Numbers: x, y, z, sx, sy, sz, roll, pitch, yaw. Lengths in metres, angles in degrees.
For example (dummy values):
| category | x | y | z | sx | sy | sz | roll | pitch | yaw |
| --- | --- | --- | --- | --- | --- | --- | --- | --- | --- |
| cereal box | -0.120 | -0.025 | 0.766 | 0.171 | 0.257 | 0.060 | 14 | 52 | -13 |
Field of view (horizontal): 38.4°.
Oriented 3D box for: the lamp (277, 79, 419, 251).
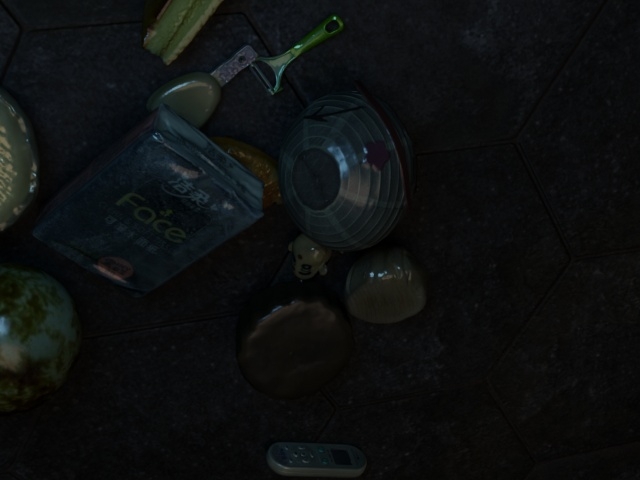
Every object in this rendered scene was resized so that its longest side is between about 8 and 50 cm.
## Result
| category | x | y | z | sx | sy | sz | roll | pitch | yaw |
| --- | --- | --- | --- | --- | --- | --- | --- | --- | --- |
| lamp | 0.047 | -0.118 | 1.503 | 0.233 | 0.233 | 0.265 | -18 | 95 | -6 |

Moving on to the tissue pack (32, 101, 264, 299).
| category | x | y | z | sx | sy | sz | roll | pitch | yaw |
| --- | --- | --- | --- | --- | --- | --- | --- | --- | --- |
| tissue pack | -0.272 | -0.053 | 1.460 | 0.315 | 0.103 | 0.228 | -33 | 127 | 30 |

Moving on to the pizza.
| category | x | y | z | sx | sy | sz | roll | pitch | yaw |
| --- | --- | --- | --- | --- | --- | --- | --- | --- | --- |
| pizza | -0.153 | -0.118 | 1.532 | 0.246 | 0.058 | 0.127 | 6 | 124 | -20 |

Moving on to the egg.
| category | x | y | z | sx | sy | sz | roll | pitch | yaw |
| --- | --- | --- | --- | --- | --- | --- | --- | --- | --- |
| egg | -0.514 | 0.168 | 1.493 | 0.238 | 0.238 | 0.289 | 10 | 135 | -23 |

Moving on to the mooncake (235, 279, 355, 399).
| category | x | y | z | sx | sy | sz | roll | pitch | yaw |
| --- | --- | --- | --- | --- | --- | --- | --- | --- | --- |
| mooncake | -0.052 | 0.178 | 1.714 | 0.228 | 0.124 | 0.228 | -6 | 119 | -12 |

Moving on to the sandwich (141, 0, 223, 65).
| category | x | y | z | sx | sy | sz | roll | pitch | yaw |
| --- | --- | --- | --- | --- | --- | --- | --- | --- | --- |
| sandwich | -0.185 | -0.380 | 1.351 | 0.090 | 0.088 | 0.244 | 29 | 105 | -39 |

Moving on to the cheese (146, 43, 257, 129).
| category | x | y | z | sx | sy | sz | roll | pitch | yaw |
| --- | --- | --- | --- | --- | --- | --- | --- | --- | --- |
| cheese | -0.181 | -0.243 | 1.461 | 0.192 | 0.037 | 0.097 | -37 | 125 | 7 |

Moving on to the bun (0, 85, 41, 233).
| category | x | y | z | sx | sy | sz | roll | pitch | yaw |
| --- | --- | --- | --- | --- | --- | --- | --- | --- | --- |
| bun | -0.561 | -0.127 | 1.351 | 0.287 | 0.146 | 0.287 | -8 | 110 | -22 |

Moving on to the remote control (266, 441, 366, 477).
| category | x | y | z | sx | sy | sz | roll | pitch | yaw |
| --- | --- | --- | --- | --- | --- | --- | --- | --- | --- |
| remote control | -0.008 | 0.463 | 1.928 | 0.221 | 0.078 | 0.042 | 8 | 119 | -22 |

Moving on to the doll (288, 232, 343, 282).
| category | x | y | z | sx | sy | sz | roll | pitch | yaw |
| --- | --- | --- | --- | --- | --- | --- | --- | --- | --- |
| doll | 0.000 | 0.000 | 1.644 | 0.089 | 0.102 | 0.179 | -13 | 134 | -58 |

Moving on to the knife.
| category | x | y | z | sx | sy | sz | roll | pitch | yaw |
| --- | --- | --- | --- | --- | --- | --- | --- | --- | --- |
| knife | -0.036 | -0.310 | 1.476 | 0.166 | 0.022 | 0.078 | -35 | 114 | 6 |

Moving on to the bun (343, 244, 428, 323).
| category | x | y | z | sx | sy | sz | roll | pitch | yaw |
| --- | --- | --- | --- | --- | --- | --- | --- | --- | --- |
| bun | 0.121 | 0.072 | 1.706 | 0.166 | 0.113 | 0.173 | 8 | 141 | -17 |
